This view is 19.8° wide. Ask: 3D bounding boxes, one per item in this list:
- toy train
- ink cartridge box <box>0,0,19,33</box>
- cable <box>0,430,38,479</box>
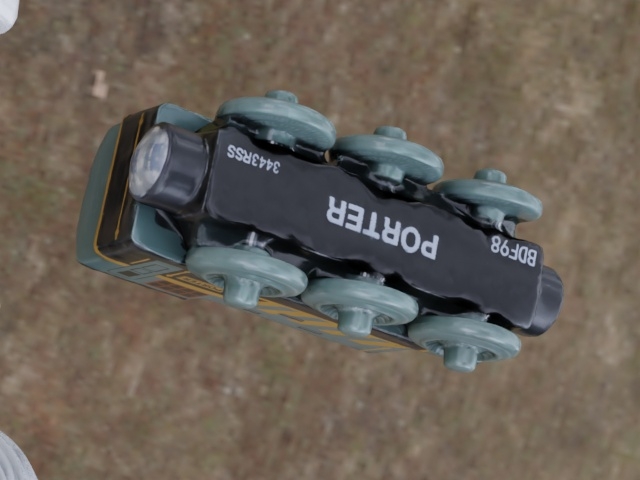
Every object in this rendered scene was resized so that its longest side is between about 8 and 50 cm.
[{"bbox_3d":[0.000,0.000,1.221,0.334,0.190,0.142,18,75,-32],"label":"toy train"},{"bbox_3d":[-0.290,-0.188,0.670,0.353,0.207,0.119,39,48,-51],"label":"ink cartridge box"},{"bbox_3d":[-0.395,0.281,1.780,0.257,0.257,0.089,-48,147,-26],"label":"cable"}]
